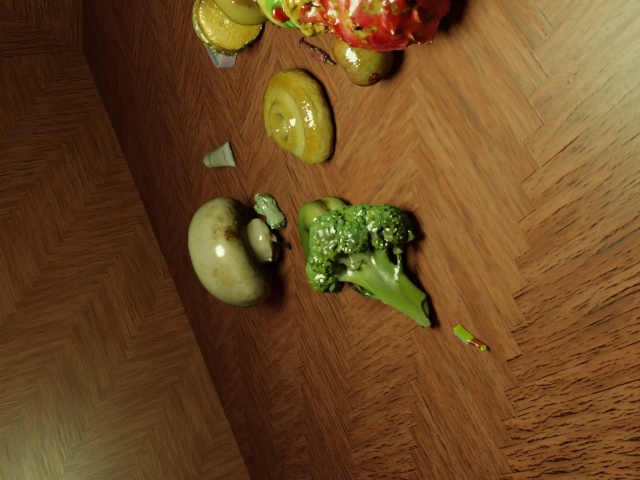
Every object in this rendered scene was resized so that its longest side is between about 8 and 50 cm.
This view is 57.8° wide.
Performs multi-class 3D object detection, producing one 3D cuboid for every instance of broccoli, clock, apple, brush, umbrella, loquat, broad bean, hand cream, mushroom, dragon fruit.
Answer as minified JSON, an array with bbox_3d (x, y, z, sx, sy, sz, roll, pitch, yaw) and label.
[{"bbox_3d":[0.118,0.023,1.283,0.302,0.186,0.253,11,119,10],"label":"broccoli"},{"bbox_3d":[-0.310,-0.611,1.781,0.152,0.050,0.110,63,150,18],"label":"clock"},{"bbox_3d":[0.086,-0.368,1.143,0.102,0.126,0.126,-35,69,18],"label":"apple"},{"bbox_3d":[0.301,0.200,1.160,0.083,0.019,0.021,37,144,48],"label":"brush"},{"bbox_3d":[-0.157,-0.093,1.771,0.143,0.067,0.062,49,179,26],"label":"umbrella"},{"bbox_3d":[-0.015,-0.448,1.377,0.165,0.025,0.027,47,164,42],"label":"umbrella"},{"bbox_3d":[-0.172,-0.619,1.377,0.213,0.213,0.213,36,134,48],"label":"loquat"},{"bbox_3d":[0.000,0.000,1.484,0.189,0.121,0.263,54,148,39],"label":"broad bean"},{"bbox_3d":[-0.355,-0.291,2.034,0.186,0.054,0.087,-2,107,54],"label":"hand cream"},{"bbox_3d":[-0.242,0.027,1.808,0.362,0.295,0.362,-22,-90,-83],"label":"mushroom"},{"bbox_3d":[0.092,-0.421,0.991,0.268,0.205,0.209,-3,70,28],"label":"dragon fruit"}]

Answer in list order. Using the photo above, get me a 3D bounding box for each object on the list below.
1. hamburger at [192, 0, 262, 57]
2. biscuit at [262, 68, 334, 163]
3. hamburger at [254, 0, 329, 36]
[{"bbox_3d":[-0.250,-0.592,1.564,0.118,0.182,0.190,-135,28,-66],"label":"hamburger"},{"bbox_3d":[-0.069,-0.324,1.466,0.274,0.091,0.213,39,138,50],"label":"biscuit"},{"bbox_3d":[-0.018,-0.517,1.149,0.149,0.237,0.237,30,132,27],"label":"hamburger"}]
